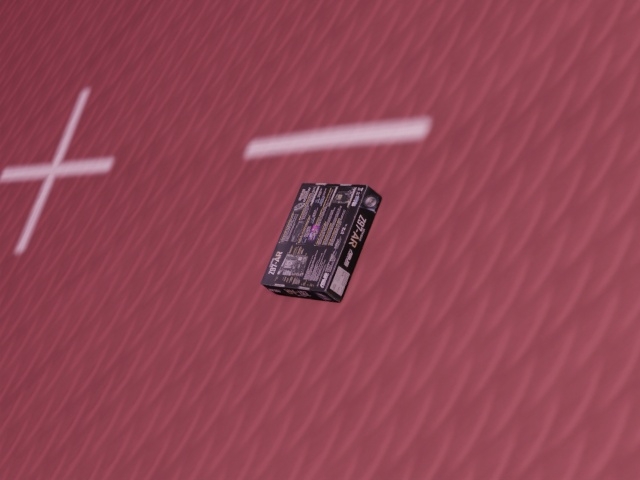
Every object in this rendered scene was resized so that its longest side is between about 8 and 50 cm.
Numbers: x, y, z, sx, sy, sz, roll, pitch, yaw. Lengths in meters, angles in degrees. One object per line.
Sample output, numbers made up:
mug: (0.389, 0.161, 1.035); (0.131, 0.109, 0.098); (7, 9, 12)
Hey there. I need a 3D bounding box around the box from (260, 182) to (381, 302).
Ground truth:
box: (0.000, 0.000, 0.877); (0.067, 0.018, 0.083); (3, 65, 45)
